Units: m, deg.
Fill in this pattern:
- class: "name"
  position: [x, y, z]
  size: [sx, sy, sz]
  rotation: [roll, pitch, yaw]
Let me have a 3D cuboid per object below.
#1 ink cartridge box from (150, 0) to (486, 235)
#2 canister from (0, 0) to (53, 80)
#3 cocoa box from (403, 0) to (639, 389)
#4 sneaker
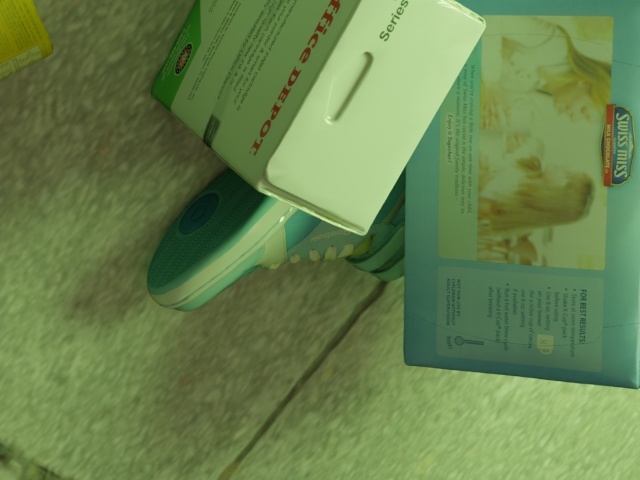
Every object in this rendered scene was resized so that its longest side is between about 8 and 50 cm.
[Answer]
- class: "ink cartridge box"
  position: [-0.013, -0.157, 1.333]
  size: [0.122, 0.289, 0.211]
  rotation: [24, 100, -31]
- class: "canister"
  position: [-0.329, -0.174, 1.308]
  size: [0.170, 0.073, 0.126]
  rotation: [-29, 121, -13]
- class: "cocoa box"
  position: [0.220, -0.059, 1.429]
  size: [0.228, 0.231, 0.347]
  rotation: [-19, 111, -64]
- class: "sneaker"
  position: [0.000, 0.000, 1.504]
  size: [0.319, 0.127, 0.208]
  rotation: [-41, 121, -3]
